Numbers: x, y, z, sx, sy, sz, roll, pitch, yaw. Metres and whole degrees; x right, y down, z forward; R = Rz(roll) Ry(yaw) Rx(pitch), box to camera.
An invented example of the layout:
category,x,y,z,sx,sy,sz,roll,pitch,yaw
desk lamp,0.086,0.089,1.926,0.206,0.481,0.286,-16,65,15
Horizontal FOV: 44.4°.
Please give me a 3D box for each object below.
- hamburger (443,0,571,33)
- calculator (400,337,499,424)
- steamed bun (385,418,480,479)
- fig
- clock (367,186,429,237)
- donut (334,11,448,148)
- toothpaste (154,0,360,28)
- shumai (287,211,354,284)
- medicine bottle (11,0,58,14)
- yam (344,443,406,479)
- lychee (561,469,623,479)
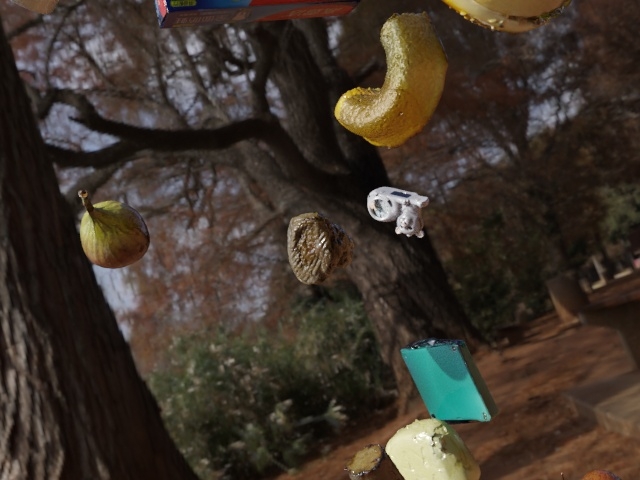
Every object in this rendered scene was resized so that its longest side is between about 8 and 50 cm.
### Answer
category,x,y,z,sx,sy,sz,roll,pitch,yaw
hamburger,0.266,-0.443,1.182,0.300,0.300,0.176,-13,-25,-32
calculator,0.356,0.386,2.163,0.058,0.248,0.274,-28,0,-32
steamed bun,0.318,0.602,2.170,0.166,0.232,0.273,-21,-16,-39
fig,-0.476,-0.047,1.765,0.160,0.230,0.143,18,41,28
clock,0.210,-0.076,2.170,0.176,0.117,0.080,15,25,25
donut,0.136,-0.266,1.385,0.101,0.152,0.259,7,-54,-40
toothpaste,-0.096,-0.385,1.215,0.320,0.076,0.066,-12,-4,-22
shumai,-0.003,0.002,2.323,0.184,0.218,0.185,-9,19,27
medicine bottle,-0.397,-0.474,1.161,0.252,0.144,0.144,-56,-23,16
yam,0.107,0.410,1.312,0.079,0.141,0.079,-29,21,13
lychee,0.560,0.510,1.579,0.140,0.114,0.101,10,21,26
